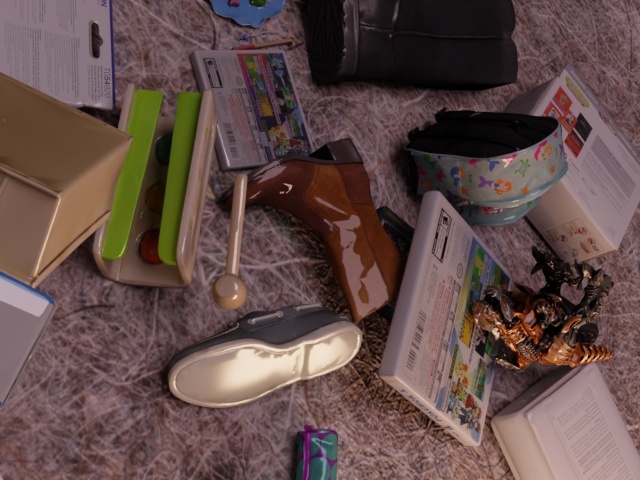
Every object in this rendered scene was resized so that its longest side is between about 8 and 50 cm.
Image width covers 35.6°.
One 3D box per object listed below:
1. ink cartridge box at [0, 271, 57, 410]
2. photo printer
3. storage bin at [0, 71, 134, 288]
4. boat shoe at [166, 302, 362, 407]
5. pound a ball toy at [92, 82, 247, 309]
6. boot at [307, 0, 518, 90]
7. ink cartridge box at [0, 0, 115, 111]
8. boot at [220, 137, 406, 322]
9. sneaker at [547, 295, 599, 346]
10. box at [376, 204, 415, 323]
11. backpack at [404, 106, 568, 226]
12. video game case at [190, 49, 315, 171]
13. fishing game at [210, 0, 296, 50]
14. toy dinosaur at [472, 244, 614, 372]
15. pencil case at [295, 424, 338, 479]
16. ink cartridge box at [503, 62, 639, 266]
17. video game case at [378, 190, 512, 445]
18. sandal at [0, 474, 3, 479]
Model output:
[{"bbox_3d":[-0.445,0.068,1.066,0.223,0.307,0.129,30,74,-26],"label":"ink cartridge box"},{"bbox_3d":[0.458,0.397,1.775,0.256,0.107,0.307,-26,91,-41],"label":"photo printer"},{"bbox_3d":[-0.389,-0.092,1.175,0.260,0.123,0.262,25,22,-1],"label":"storage bin"},{"bbox_3d":[-0.092,0.160,1.472,0.319,0.116,0.099,-10,37,-32],"label":"boat shoe"},{"bbox_3d":[-0.190,-0.050,1.405,0.208,0.136,0.319,4,66,2],"label":"pound a ball toy"},{"bbox_3d":[0.187,-0.458,1.813,0.445,0.146,0.367,-4,105,-35],"label":"boot"},{"bbox_3d":[-0.403,-0.294,1.412,0.224,0.045,0.223,8,70,-36],"label":"ink cartridge box"},{"bbox_3d":[0.000,0.000,1.573,0.264,0.096,0.280,-19,84,-40],"label":"boot"},{"bbox_3d":[0.420,0.141,1.879,0.234,0.084,0.097,21,33,-29],"label":"sneaker"},{"bbox_3d":[0.155,0.072,1.704,0.233,0.044,0.159,39,55,-20],"label":"box"},{"bbox_3d":[0.303,-0.134,1.761,0.225,0.253,0.191,-34,115,-41],"label":"backpack"},{"bbox_3d":[-0.108,-0.216,1.625,0.183,0.023,0.201,-9,78,-39],"label":"video game case"},{"bbox_3d":[-0.129,-0.449,1.684,0.189,0.041,0.264,-17,84,-37],"label":"fishing game"},{"bbox_3d":[0.394,0.137,1.734,0.322,0.164,0.218,29,86,-53],"label":"toy dinosaur"},{"bbox_3d":[-0.010,0.353,1.461,0.070,0.064,0.152,38,50,-52],"label":"pencil case"},{"bbox_3d":[0.496,-0.155,1.993,0.309,0.130,0.272,49,50,-12],"label":"ink cartridge box"},{"bbox_3d":[0.217,0.133,1.651,0.300,0.036,0.329,43,54,-43],"label":"video game case"},{"bbox_3d":[-0.427,0.320,1.141,0.169,0.102,0.416,-42,113,-24],"label":"sandal"}]
